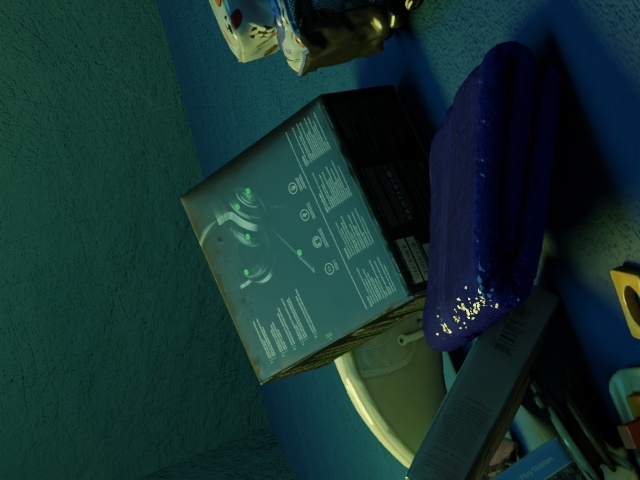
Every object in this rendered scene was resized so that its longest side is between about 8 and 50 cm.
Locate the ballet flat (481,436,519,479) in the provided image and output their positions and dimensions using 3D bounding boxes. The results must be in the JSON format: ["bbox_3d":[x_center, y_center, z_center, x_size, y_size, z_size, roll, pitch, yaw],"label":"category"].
[{"bbox_3d":[0.213,0.337,1.913,0.077,0.079,0.221,-9,-83,-57],"label":"ballet flat"}]

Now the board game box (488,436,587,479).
[{"bbox_3d":[0.204,0.366,1.466,0.291,0.232,0.141,56,-178,19],"label":"board game box"}]

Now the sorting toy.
[{"bbox_3d":[0.294,0.190,1.345,0.196,0.047,0.348,136,113,-79],"label":"sorting toy"}]

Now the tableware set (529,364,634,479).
[{"bbox_3d":[0.246,0.173,1.514,0.128,0.039,0.194,55,-173,0],"label":"tableware set"}]

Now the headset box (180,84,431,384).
[{"bbox_3d":[0.000,0.000,1.848,0.283,0.131,0.246,-34,76,40],"label":"headset box"}]

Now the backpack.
[{"bbox_3d":[-0.027,-0.307,1.628,0.276,0.213,0.263,158,102,-83],"label":"backpack"}]

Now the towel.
[{"bbox_3d":[0.149,-0.028,1.436,0.308,0.076,0.228,112,161,-79],"label":"towel"}]

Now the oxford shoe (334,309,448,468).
[{"bbox_3d":[0.086,0.079,1.996,0.169,0.130,0.449,-28,-82,-60],"label":"oxford shoe"}]

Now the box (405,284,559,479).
[{"bbox_3d":[0.150,0.199,1.658,0.058,0.232,0.322,26,157,12],"label":"box"}]
